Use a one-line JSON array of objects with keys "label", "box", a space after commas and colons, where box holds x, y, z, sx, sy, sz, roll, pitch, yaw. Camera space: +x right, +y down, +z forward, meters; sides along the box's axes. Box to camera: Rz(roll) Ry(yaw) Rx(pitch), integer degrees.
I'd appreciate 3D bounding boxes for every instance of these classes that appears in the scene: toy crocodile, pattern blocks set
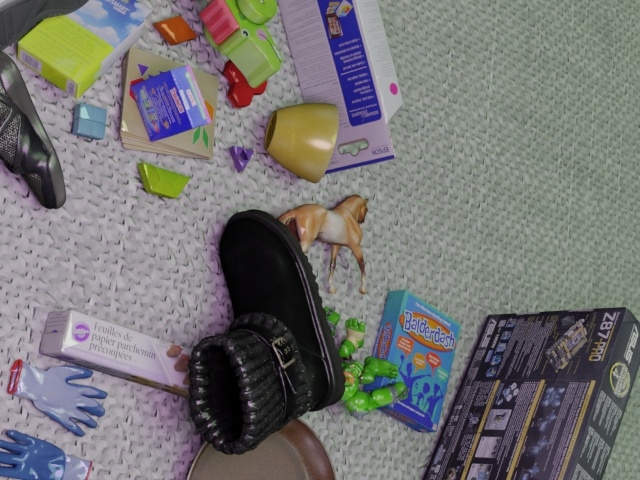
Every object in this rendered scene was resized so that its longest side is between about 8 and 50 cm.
[{"label": "toy crocodile", "box": [-0.162, -0.397, 1.826, 0.105, 0.115, 0.340, -25, 91, -48]}, {"label": "pattern blocks set", "box": [-0.230, -0.205, 1.815, 0.325, 0.026, 0.285, 25, 67, -37]}]

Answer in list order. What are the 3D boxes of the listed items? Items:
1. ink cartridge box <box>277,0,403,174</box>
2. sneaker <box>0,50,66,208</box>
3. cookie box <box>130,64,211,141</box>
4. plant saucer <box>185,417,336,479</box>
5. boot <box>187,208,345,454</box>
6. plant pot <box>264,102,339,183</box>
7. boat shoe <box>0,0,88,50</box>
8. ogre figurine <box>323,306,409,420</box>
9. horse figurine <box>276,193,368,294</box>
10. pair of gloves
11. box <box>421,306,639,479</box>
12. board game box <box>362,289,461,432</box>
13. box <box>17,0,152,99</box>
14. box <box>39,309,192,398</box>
[{"label": "ink cartridge box", "box": [0.034, -0.306, 1.970, 0.069, 0.176, 0.370, -16, 95, -43]}, {"label": "sneaker", "box": [-0.432, -0.127, 1.585, 0.130, 0.087, 0.227, -33, 119, -22]}, {"label": "cookie box", "box": [-0.220, -0.200, 1.731, 0.040, 0.107, 0.091, -28, 102, -41]}, {"label": "plant saucer", "box": [-0.099, 0.415, 1.824, 0.311, 0.050, 0.310, 9, 77, -41]}, {"label": "boot", "box": [-0.110, 0.123, 1.735, 0.260, 0.131, 0.347, -12, 73, -53]}, {"label": "plant pot", "box": [-0.037, -0.169, 1.932, 0.095, 0.134, 0.134, 14, 73, -15]}, {"label": "boat shoe", "box": [-0.402, -0.358, 1.618, 0.103, 0.118, 0.320, 39, 60, 13]}, {"label": "ogre figurine", "box": [0.051, 0.215, 1.959, 0.118, 0.097, 0.197, -46, 113, -38]}, {"label": "horse figurine", "box": [0.000, 0.000, 1.969, 0.263, 0.066, 0.174, 5, 86, -44]}, {"label": "pair of gloves", "box": [-0.372, 0.262, 1.616, 0.159, 0.023, 0.198, 26, 67, -36]}, {"label": "box", "box": [0.375, 0.303, 2.093, 0.097, 0.318, 0.394, 44, 56, -28]}, {"label": "board game box", "box": [0.163, 0.214, 2.095, 0.160, 0.047, 0.210, 32, 63, -35]}, {"label": "box", "box": [-0.336, -0.294, 1.690, 0.109, 0.042, 0.178, 34, 56, 5]}, {"label": "box", "box": [-0.248, 0.176, 1.714, 0.324, 0.067, 0.063, 24, 67, -39]}]
